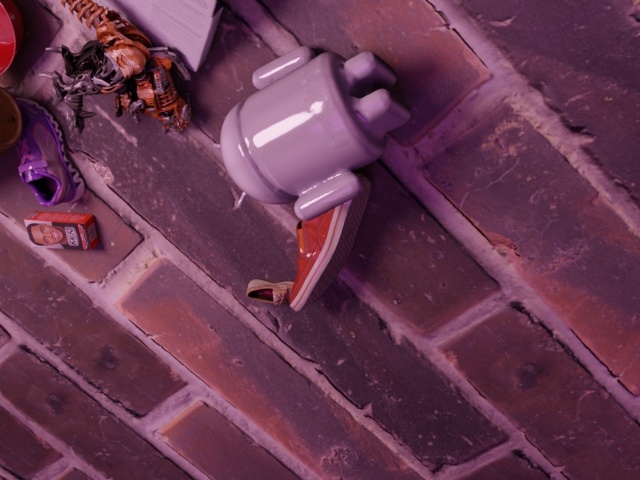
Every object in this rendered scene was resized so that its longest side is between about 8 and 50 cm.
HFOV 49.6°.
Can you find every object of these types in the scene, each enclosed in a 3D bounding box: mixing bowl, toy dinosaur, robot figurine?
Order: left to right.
[{"bbox_3d":[-0.614,-0.396,1.264,0.182,0.098,0.181,6,121,10],"label":"mixing bowl"},{"bbox_3d":[-0.360,-0.314,1.228,0.219,0.164,0.321,-19,115,16],"label":"toy dinosaur"},{"bbox_3d":[-0.027,-0.189,1.199,0.354,0.200,0.299,-26,71,23],"label":"robot figurine"}]

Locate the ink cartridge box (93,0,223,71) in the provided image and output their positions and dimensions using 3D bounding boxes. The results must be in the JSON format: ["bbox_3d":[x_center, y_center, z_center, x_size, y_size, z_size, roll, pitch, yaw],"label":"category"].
[{"bbox_3d":[-0.272,-0.408,1.151,0.223,0.045,0.224,32,156,-8],"label":"ink cartridge box"}]

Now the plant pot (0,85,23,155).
[{"bbox_3d":[-0.695,-0.209,1.290,0.254,0.237,0.237,-7,118,23],"label":"plant pot"}]

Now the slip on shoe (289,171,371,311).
[{"bbox_3d":[0.000,0.000,1.362,0.101,0.123,0.331,32,124,20],"label":"slip on shoe"}]

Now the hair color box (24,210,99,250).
[{"bbox_3d":[-0.558,-0.021,1.497,0.141,0.043,0.072,3,121,11],"label":"hair color box"}]

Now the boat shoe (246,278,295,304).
[{"bbox_3d":[-0.092,0.116,1.476,0.135,0.045,0.050,3,120,10],"label":"boat shoe"}]

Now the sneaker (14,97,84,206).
[{"bbox_3d":[-0.564,-0.166,1.381,0.095,0.104,0.236,-13,115,20],"label":"sneaker"}]
